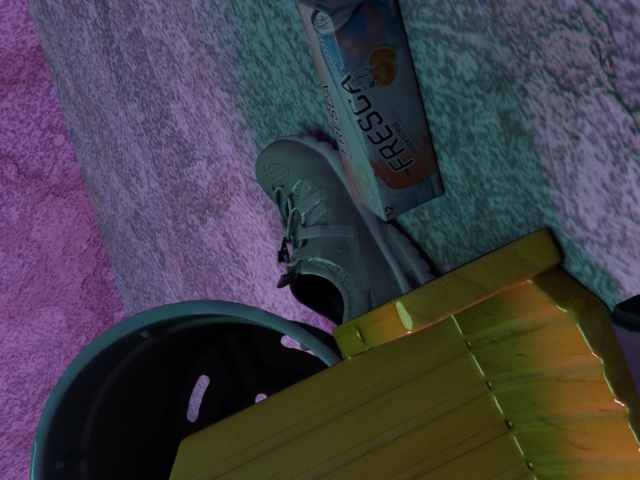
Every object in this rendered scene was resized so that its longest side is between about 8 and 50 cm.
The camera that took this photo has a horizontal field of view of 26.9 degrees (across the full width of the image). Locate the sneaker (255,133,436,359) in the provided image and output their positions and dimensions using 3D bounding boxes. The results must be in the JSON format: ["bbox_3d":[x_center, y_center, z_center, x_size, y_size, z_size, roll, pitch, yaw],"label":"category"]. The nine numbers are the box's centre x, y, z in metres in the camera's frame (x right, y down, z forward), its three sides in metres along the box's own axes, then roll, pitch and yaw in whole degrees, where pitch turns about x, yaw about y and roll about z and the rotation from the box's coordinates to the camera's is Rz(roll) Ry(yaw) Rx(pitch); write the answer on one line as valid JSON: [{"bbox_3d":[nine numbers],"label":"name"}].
[{"bbox_3d":[0.000,0.000,1.246,0.281,0.115,0.105,49,158,42],"label":"sneaker"}]

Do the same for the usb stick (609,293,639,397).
[{"bbox_3d":[0.249,0.160,0.838,0.278,0.045,0.077,68,163,-12],"label":"usb stick"}]

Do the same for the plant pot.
[{"bbox_3d":[-0.076,0.217,1.371,0.341,0.341,0.334,64,-171,2],"label":"plant pot"}]

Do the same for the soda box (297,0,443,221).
[{"bbox_3d":[0.041,-0.110,1.060,0.063,0.058,0.183,38,150,57],"label":"soda box"}]

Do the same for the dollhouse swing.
[{"bbox_3d":[0.076,0.226,1.017,0.346,0.305,0.315,64,164,4],"label":"dollhouse swing"}]
